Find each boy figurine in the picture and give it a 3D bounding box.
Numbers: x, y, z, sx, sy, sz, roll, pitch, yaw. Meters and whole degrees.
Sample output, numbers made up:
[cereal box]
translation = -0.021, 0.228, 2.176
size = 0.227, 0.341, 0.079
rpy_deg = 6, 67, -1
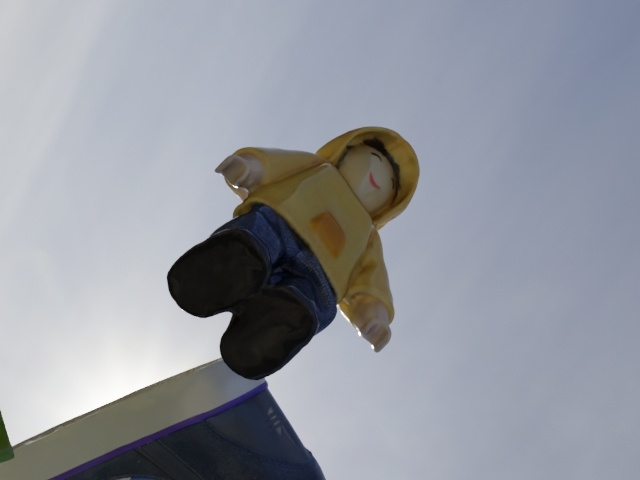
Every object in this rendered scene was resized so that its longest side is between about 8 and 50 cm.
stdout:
[boy figurine]
translation = 0.000, 0.000, 1.164
size = 0.092, 0.177, 0.285
rpy_deg = -37, -177, 31

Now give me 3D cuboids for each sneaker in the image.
[sneaker]
translation = -0.138, 0.241, 1.157
size = 0.323, 0.236, 0.130
rpy_deg = -25, 180, 13

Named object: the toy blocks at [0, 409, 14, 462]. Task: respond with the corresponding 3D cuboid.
[toy blocks]
translation = -0.278, 0.061, 0.825
size = 0.191, 0.261, 0.381
rpy_deg = -18, -137, -11
